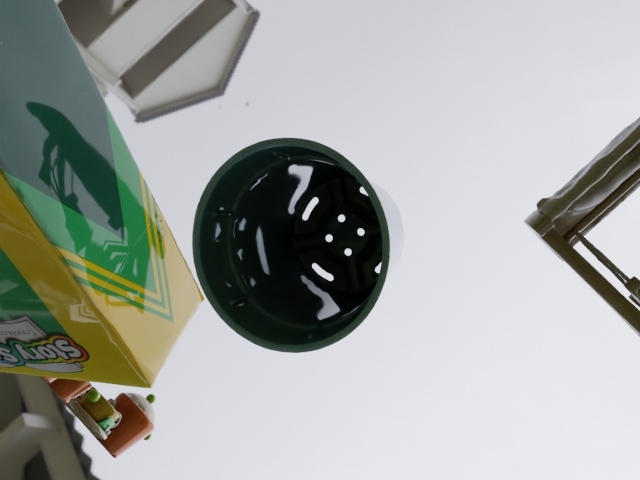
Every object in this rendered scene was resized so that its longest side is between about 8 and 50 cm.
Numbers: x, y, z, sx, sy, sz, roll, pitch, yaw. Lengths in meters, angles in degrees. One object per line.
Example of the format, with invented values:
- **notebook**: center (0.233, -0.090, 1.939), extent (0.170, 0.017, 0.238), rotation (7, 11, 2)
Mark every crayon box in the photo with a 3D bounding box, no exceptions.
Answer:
- **crayon box**: center (-0.311, -0.037, 0.415), extent (0.362, 0.313, 0.106), rotation (1, -138, 20)

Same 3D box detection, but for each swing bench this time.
- **swing bench**: center (0.404, -0.025, 0.627), extent (0.253, 0.165, 0.255), rotation (-45, -98, 14)

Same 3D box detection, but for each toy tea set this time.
- **toy tea set**: center (-0.384, 0.255, 1.000), extent (0.200, 0.336, 0.124), rotation (40, -119, 15)

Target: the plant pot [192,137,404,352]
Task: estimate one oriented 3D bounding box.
- **plant pot**: center (0.000, 0.000, 1.051), extent (0.340, 0.334, 0.342), rotation (1, -86, 20)
